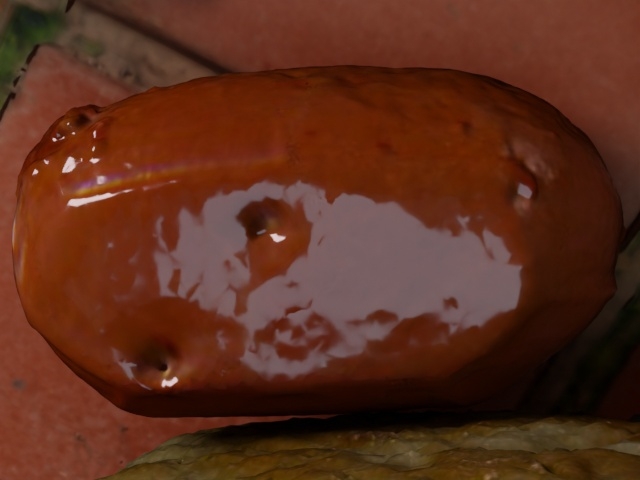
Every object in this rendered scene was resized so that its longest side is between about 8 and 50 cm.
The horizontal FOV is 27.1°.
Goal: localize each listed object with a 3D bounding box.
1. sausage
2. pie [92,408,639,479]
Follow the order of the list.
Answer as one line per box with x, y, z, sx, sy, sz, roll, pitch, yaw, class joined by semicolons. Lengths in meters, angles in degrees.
0.000;0.000;0.586;0.268;0.141;0.153;-3;101;7;sausage
0.026;0.164;0.514;0.395;0.418;0.181;-6;87;9;pie
